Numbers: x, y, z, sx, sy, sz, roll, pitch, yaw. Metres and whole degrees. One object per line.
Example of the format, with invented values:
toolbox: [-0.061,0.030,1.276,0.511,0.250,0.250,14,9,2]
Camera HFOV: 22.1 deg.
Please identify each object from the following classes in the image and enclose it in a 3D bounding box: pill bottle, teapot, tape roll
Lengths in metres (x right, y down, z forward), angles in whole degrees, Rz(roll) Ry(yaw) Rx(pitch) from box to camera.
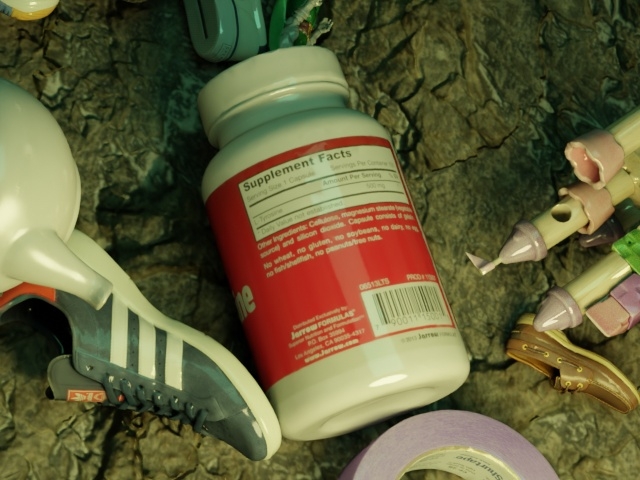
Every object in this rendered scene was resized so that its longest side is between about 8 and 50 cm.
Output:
pill bottle: [0.000,0.000,1.836,0.229,0.229,0.408,-12,73,-23]
teapot: [-0.342,-0.048,1.708,0.187,0.252,0.256,22,63,-47]
tape roll: [0.144,0.332,1.828,0.274,0.090,0.275,8,65,-17]

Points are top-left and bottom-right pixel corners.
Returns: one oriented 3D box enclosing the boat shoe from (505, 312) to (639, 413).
boat shoe: [0.301,0.160,1.976,0.178,0.064,0.060,34,66,4]

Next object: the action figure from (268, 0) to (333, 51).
action figure: [-0.022,-0.284,2.024,0.063,0.137,0.232,12,72,13]

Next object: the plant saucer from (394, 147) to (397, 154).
plant saucer: [0.007,-0.100,2.005,0.192,0.018,0.067,8,66,-17]

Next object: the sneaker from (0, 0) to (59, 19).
sneaker: [-0.412,-0.383,1.889,0.296,0.131,0.112,31,27,-1]

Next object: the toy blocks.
toy blocks: [0.360,0.055,1.935,0.260,0.309,0.288,-35,68,-16]

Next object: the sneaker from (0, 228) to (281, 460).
sneaker: [-0.207,0.146,1.765,0.350,0.131,0.148,38,59,10]

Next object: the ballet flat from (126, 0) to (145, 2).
ballet flat: [-0.347,-0.469,1.968,0.482,0.164,0.182,37,41,2]

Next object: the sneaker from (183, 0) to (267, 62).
sneaker: [-0.124,-0.332,2.028,0.091,0.094,0.258,8,66,-40]
